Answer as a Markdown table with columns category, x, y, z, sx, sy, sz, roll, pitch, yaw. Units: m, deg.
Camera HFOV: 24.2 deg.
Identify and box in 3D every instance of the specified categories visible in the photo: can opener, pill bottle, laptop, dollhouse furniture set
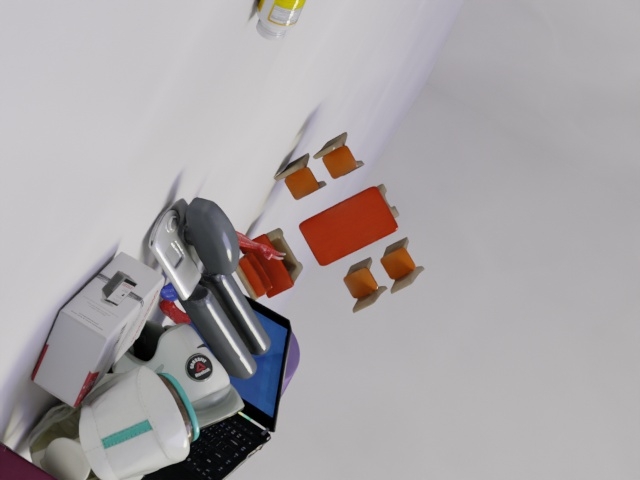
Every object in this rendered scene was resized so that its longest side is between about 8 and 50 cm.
| category | x | y | z | sx | sy | sz | roll | pitch | yaw |
| --- | --- | --- | --- | --- | --- | --- | --- | --- | --- |
| can opener | -0.119 | 0.061 | 1.716 | 0.074 | 0.093 | 0.280 | -57 | 146 | -28 |
| pill bottle | -0.038 | -0.239 | 1.489 | 0.043 | 0.043 | 0.083 | -56 | 175 | -46 |
| laptop | -0.178 | 0.197 | 1.989 | 0.264 | 0.234 | 0.137 | -39 | 128 | -21 |
| dollhouse furniture set | 0.000 | 0.000 | 2.411 | 0.259 | 0.262 | 0.135 | -27 | -173 | 22 |

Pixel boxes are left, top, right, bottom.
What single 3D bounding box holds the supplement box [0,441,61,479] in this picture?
| category | x | y | z | sx | sy | sz | roll | pitch | yaw |
| --- | --- | --- | --- | --- | --- | --- | --- | --- | --- |
| supplement box | -0.307 | 0.286 | 1.531 | 0.081 | 0.104 | 0.188 | -57 | 175 | -24 |

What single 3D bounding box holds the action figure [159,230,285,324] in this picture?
| category | x | y | z | sx | sy | sz | roll | pitch | yaw |
| --- | --- | --- | --- | --- | --- | --- | --- | --- | --- |
| action figure | -0.129 | 0.049 | 1.853 | 0.091 | 0.139 | 0.280 | -60 | 174 | -19 |

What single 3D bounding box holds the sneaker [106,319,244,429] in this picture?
| category | x | y | z | sx | sy | sz | roll | pitch | yaw |
| --- | --- | --- | --- | --- | --- | --- | --- | --- | --- |
| sneaker | -0.210 | 0.170 | 1.862 | 0.122 | 0.146 | 0.330 | -24 | 180 | -34 |

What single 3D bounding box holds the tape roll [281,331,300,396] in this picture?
| category | x | y | z | sx | sy | sz | roll | pitch | yaw |
| --- | --- | --- | --- | --- | --- | --- | --- | --- | --- |
| tape roll | -0.133 | 0.183 | 2.363 | 0.189 | 0.189 | 0.080 | -55 | 174 | -51 |

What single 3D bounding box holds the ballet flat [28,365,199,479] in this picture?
| category | x | y | z | sx | sy | sz | roll | pitch | yaw |
| --- | --- | --- | --- | --- | --- | --- | --- | --- | --- |
| ballet flat | -0.243 | 0.211 | 1.579 | 0.139 | 0.139 | 0.400 | -58 | -169 | -20 |

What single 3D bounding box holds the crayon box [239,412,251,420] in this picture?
| category | x | y | z | sx | sy | sz | roll | pitch | yaw |
| --- | --- | --- | --- | --- | --- | --- | --- | --- | --- |
| crayon box | -0.236 | 0.317 | 2.129 | 0.081 | 0.165 | 0.278 | 39 | 80 | -48 |

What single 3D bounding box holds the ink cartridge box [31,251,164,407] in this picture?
| category | x | y | z | sx | sy | sz | roll | pitch | yaw |
| --- | --- | --- | --- | --- | --- | --- | --- | --- | --- |
| ink cartridge box | -0.221 | 0.087 | 1.490 | 0.099 | 0.056 | 0.135 | -61 | 175 | 31 |
